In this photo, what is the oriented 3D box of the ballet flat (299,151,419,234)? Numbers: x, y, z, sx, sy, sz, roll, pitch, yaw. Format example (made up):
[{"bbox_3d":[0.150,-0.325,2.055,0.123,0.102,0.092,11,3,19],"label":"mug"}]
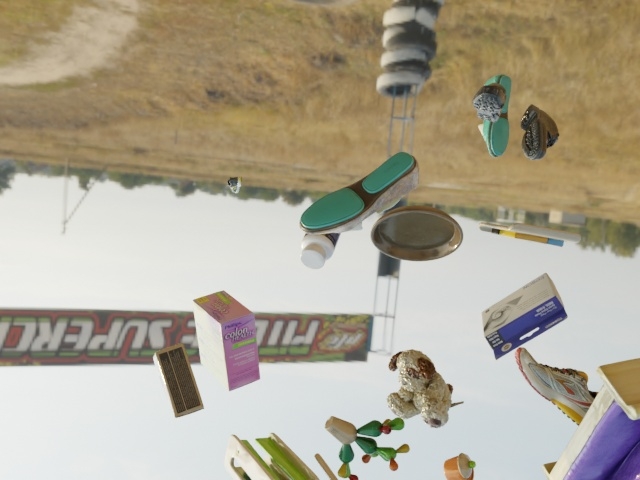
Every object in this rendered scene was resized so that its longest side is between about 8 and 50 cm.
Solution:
[{"bbox_3d":[0.101,-0.083,1.578,0.316,0.106,0.107,-30,-129,-4],"label":"ballet flat"}]

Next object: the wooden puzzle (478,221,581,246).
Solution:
[{"bbox_3d":[0.613,-0.017,2.018,0.221,0.044,0.238,10,179,-11],"label":"wooden puzzle"}]

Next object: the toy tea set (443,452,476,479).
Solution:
[{"bbox_3d":[0.410,0.715,1.735,0.124,0.336,0.200,-22,179,33],"label":"toy tea set"}]

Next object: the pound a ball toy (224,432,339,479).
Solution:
[{"bbox_3d":[-0.077,0.588,1.635,0.208,0.136,0.319,7,-172,-32],"label":"pound a ball toy"}]

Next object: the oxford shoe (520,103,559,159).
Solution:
[{"bbox_3d":[0.575,-0.272,1.752,0.096,0.083,0.227,26,-138,-3],"label":"oxford shoe"}]

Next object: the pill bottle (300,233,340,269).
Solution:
[{"bbox_3d":[0.000,0.000,1.893,0.094,0.094,0.169,7,-139,14],"label":"pill bottle"}]

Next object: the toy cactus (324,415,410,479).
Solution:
[{"bbox_3d":[0.087,0.461,1.525,0.180,0.219,0.112,34,-146,-15],"label":"toy cactus"}]

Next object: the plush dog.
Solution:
[{"bbox_3d":[0.333,0.458,2.225,0.210,0.225,0.262,-33,-164,-29],"label":"plush dog"}]

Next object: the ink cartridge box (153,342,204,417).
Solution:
[{"bbox_3d":[-0.410,0.404,1.951,0.088,0.193,0.234,-17,171,-18],"label":"ink cartridge box"}]

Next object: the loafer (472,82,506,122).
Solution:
[{"bbox_3d":[0.414,-0.348,1.655,0.076,0.078,0.223,17,-178,14],"label":"loafer"}]

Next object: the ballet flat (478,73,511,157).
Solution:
[{"bbox_3d":[0.511,-0.364,2.005,0.083,0.247,0.087,6,179,-31],"label":"ballet flat"}]

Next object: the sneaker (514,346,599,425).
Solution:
[{"bbox_3d":[0.500,0.291,1.416,0.225,0.093,0.088,37,-168,-4],"label":"sneaker"}]

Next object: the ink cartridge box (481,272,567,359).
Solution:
[{"bbox_3d":[0.538,0.198,1.821,0.223,0.045,0.224,-36,-169,18],"label":"ink cartridge box"}]

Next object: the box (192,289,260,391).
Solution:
[{"bbox_3d":[-0.301,0.316,2.176,0.117,0.243,0.213,-17,-155,-30],"label":"box"}]

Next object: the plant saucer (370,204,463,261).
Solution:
[{"bbox_3d":[0.289,-0.023,2.047,0.278,0.041,0.278,4,147,3],"label":"plant saucer"}]

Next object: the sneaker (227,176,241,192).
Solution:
[{"bbox_3d":[-0.227,-0.149,1.776,0.035,0.031,0.083,7,161,-14],"label":"sneaker"}]

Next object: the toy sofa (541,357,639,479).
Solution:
[{"bbox_3d":[0.577,0.403,1.299,0.150,0.362,0.177,-5,-138,-15],"label":"toy sofa"}]
